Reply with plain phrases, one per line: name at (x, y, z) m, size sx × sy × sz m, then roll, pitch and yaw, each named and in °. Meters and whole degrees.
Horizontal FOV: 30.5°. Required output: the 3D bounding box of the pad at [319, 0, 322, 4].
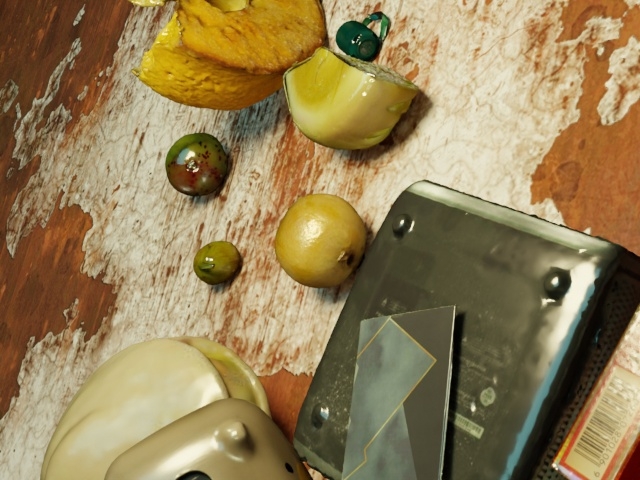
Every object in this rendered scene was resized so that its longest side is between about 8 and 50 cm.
pad at (-0.054, -0.385, 2.247) m, size 0.127 × 0.004 × 0.190 m, roll -3°, pitch 67°, yaw 50°

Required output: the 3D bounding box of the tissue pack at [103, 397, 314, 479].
tissue pack at (-0.107, 0.405, 1.510) m, size 0.267 × 0.277 × 0.387 m, roll -27°, pitch 74°, yaw -9°

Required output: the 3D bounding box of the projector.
projector at (0.199, 0.171, 1.428) m, size 0.395 × 0.242 × 0.405 m, roll 24°, pitch 90°, yaw 52°

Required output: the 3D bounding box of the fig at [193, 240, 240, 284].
fig at (-0.193, 0.041, 2.090) m, size 0.084 × 0.098 × 0.082 m, roll 8°, pitch 98°, yaw 31°

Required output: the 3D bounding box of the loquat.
loquat at (0.000, 0.000, 1.850) m, size 0.163 × 0.137 × 0.163 m, roll -6°, pitch 83°, yaw 49°

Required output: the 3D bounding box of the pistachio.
pistachio at (-0.262, 0.342, 1.846) m, size 0.446 × 0.281 × 0.365 m, roll -30°, pitch 68°, yaw 30°

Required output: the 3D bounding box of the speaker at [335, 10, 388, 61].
speaker at (0.079, -0.354, 2.039) m, size 0.094 × 0.060 × 0.075 m, roll -28°, pitch 38°, yaw -11°

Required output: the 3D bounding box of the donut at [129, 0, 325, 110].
donut at (-0.182, -0.401, 2.122) m, size 0.163 × 0.378 × 0.435 m, roll -51°, pitch 42°, yaw 39°

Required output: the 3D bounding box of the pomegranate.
pomegranate at (-0.232, -0.142, 2.237) m, size 0.130 × 0.130 × 0.130 m, roll -27°, pitch 50°, yaw 39°

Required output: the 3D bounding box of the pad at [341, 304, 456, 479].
pad at (0.087, 0.197, 1.353) m, size 0.164 × 0.004 × 0.243 m, roll -15°, pitch 61°, yaw 48°

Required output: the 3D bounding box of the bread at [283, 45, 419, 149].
bread at (0.045, -0.223, 1.927) m, size 0.261 × 0.158 × 0.156 m, roll 41°, pitch 112°, yaw 51°

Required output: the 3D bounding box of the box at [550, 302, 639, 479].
box at (0.398, 0.143, 1.242) m, size 0.089 × 0.197 × 0.313 m, roll 33°, pitch 95°, yaw 53°
